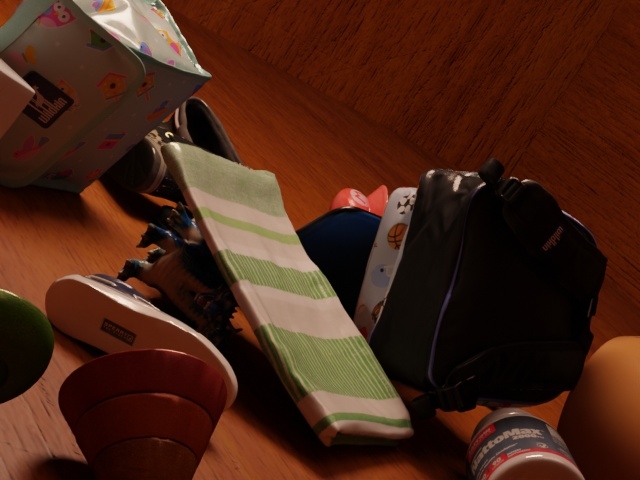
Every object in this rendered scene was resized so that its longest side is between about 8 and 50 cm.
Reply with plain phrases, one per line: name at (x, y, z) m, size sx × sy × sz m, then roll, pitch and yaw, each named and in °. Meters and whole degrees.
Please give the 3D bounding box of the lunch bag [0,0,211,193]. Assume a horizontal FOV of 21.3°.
lunch bag at (-0.277, -0.170, 1.798) m, size 0.160 × 0.223 × 0.262 m, roll 56°, pitch 17°, yaw 16°

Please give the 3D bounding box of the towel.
towel at (-0.027, 0.057, 1.678) m, size 0.325 × 0.038 × 0.248 m, roll 62°, pitch 16°, yaw 16°

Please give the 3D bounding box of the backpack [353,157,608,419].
backpack at (0.180, 0.063, 1.855) m, size 0.263 × 0.277 × 0.213 m, roll 19°, pitch 1°, yaw -39°

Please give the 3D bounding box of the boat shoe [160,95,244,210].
boat shoe at (-0.150, -0.102, 2.255) m, size 0.112 × 0.095 × 0.335 m, roll 27°, pitch 12°, yaw -30°

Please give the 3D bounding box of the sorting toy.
sorting toy at (-0.217, 0.119, 1.112) m, size 0.365 × 0.127 × 0.126 m, roll 22°, pitch 44°, yaw -33°

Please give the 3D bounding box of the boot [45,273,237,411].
boot at (-0.144, 0.083, 1.481) m, size 0.190 × 0.069 × 0.086 m, roll 33°, pitch 13°, yaw 11°

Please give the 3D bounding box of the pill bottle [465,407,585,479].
pill bottle at (0.202, 0.235, 1.710) m, size 0.108 × 0.108 × 0.180 m, roll 31°, pitch 10°, yaw -10°

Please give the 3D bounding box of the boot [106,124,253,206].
boot at (-0.185, -0.097, 2.095) m, size 0.178 × 0.085 × 0.236 m, roll 19°, pitch 13°, yaw -33°

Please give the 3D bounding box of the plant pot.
plant pot at (0.398, 0.232, 1.921) m, size 0.203 × 0.291 × 0.291 m, roll 20°, pitch 2°, yaw 33°

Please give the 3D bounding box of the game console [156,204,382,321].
game console at (0.000, 0.000, 2.016) m, size 0.293 × 0.173 × 0.250 m, roll 21°, pitch 15°, yaw -49°

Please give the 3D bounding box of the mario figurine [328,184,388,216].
mario figurine at (0.150, 0.024, 2.335) m, size 0.320 × 0.170 × 0.198 m, roll 37°, pitch -26°, yaw -22°

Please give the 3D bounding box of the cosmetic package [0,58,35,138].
cosmetic package at (-0.430, -0.187, 1.604) m, size 0.224 × 0.138 × 0.224 m, roll 41°, pitch 5°, yaw 37°

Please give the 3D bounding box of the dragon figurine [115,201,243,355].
dragon figurine at (-0.114, 0.039, 1.729) m, size 0.144 × 0.085 × 0.289 m, roll 36°, pitch 15°, yaw 4°
